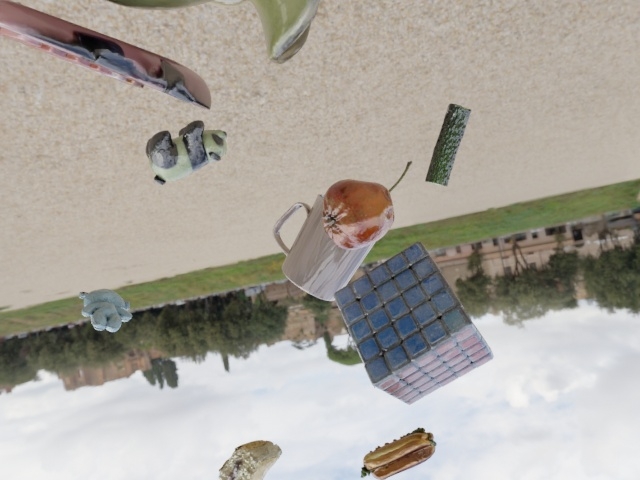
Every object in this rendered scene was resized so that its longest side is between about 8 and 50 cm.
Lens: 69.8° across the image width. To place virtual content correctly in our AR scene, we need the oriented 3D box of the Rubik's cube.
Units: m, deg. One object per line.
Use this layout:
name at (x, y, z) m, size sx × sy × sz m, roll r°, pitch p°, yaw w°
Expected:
Rubik's cube at (0.204, 0.188, 1.018) m, size 0.237 × 0.237 × 0.238 m, roll -32°, pitch 141°, yaw 9°

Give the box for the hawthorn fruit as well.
hawthorn fruit at (0.125, -0.091, 1.064) m, size 0.285 × 0.165 × 0.165 m, roll -34°, pitch -168°, yaw -36°

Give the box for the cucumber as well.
cucumber at (0.289, -0.217, 1.044) m, size 0.058 × 0.187 × 0.058 m, roll 16°, pitch -173°, yaw -2°

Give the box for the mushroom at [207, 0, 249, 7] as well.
mushroom at (-0.231, -0.579, 0.858) m, size 0.292 × 0.293 × 0.289 m, roll -9°, pitch -165°, yaw -44°

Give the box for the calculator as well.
calculator at (-0.270, -0.218, 0.510) m, size 0.219 × 0.048 × 0.329 m, roll 25°, pitch -168°, yaw 15°

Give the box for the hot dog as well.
hot dog at (0.170, 0.473, 1.015) m, size 0.188 × 0.072 × 0.055 m, roll -32°, pitch -162°, yaw 18°

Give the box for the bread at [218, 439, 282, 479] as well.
bread at (-0.159, 0.498, 1.021) m, size 0.125 × 0.082 × 0.106 m, roll -54°, pitch 155°, yaw 11°

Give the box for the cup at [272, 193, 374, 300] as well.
cup at (0.002, 0.005, 1.396) m, size 0.288 × 0.273 × 0.208 m, roll 28°, pitch -169°, yaw -10°

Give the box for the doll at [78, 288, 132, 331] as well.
doll at (-0.498, 0.174, 1.055) m, size 0.120 × 0.075 × 0.180 m, roll 26°, pitch -170°, yaw -31°

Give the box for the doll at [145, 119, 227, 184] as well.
doll at (-0.376, -0.256, 1.290) m, size 0.234 × 0.135 × 0.143 m, roll -27°, pitch -162°, yaw -18°

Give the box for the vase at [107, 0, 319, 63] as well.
vase at (-0.114, -0.383, 0.450) m, size 0.302 × 0.330 × 0.241 m, roll 17°, pitch -172°, yaw -8°
